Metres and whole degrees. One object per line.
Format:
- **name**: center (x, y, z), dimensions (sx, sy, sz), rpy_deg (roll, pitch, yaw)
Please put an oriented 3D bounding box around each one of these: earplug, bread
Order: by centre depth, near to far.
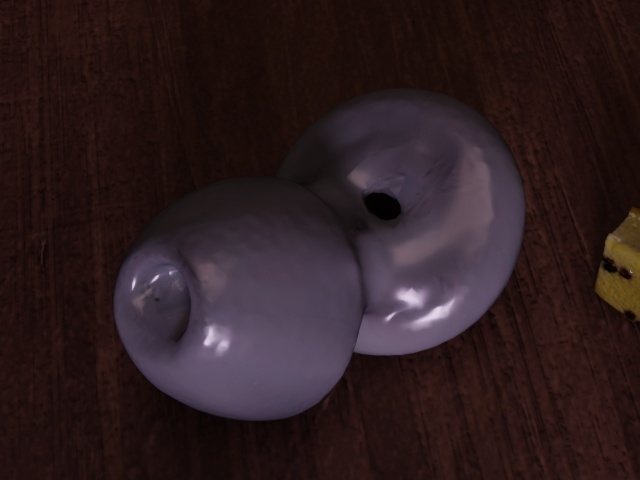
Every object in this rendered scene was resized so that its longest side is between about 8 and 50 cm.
- **bread**: center (0.310, 0.068, 0.857), dimensions (0.226, 0.088, 0.049), rpy_deg (37, 64, 25)
- **earplug**: center (0.000, 0.007, 0.859), dimensions (0.325, 0.175, 0.214), rpy_deg (-31, 62, -17)
